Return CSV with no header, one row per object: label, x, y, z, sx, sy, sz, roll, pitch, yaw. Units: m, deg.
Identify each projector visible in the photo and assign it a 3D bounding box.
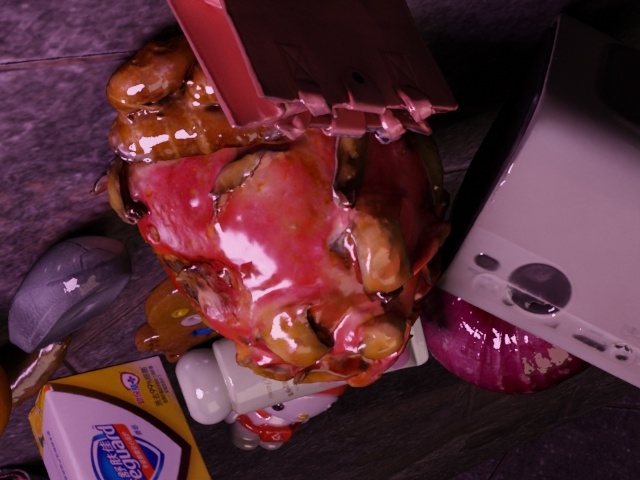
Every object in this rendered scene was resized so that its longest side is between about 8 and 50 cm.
projector,0.277,-0.038,1.249,0.249,0.249,0.248,-62,-177,37

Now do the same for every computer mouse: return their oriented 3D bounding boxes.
computer mouse,-0.249,0.045,1.261,0.113,0.068,0.229,-29,173,-31

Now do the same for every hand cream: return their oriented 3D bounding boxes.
hand cream,-0.022,0.134,1.561,0.305,0.093,0.147,-20,114,-11

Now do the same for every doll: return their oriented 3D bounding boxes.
doll,-0.033,0.163,1.685,0.161,0.130,0.290,7,130,-30

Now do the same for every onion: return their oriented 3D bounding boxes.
onion,0.263,0.095,1.739,0.256,0.230,0.272,-39,162,32

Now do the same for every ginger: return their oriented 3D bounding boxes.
ginger,-0.096,-0.120,1.025,0.162,0.073,0.103,-6,122,6

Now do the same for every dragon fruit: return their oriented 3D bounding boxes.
dragon fruit,0.000,0.000,1.165,0.314,0.263,0.296,-29,158,9

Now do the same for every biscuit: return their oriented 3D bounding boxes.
biscuit,-0.137,0.085,1.523,0.180,0.039,0.236,-21,156,-9

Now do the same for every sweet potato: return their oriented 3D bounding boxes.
sweet potato,-0.382,0.177,1.409,0.273,0.075,0.075,-30,159,3

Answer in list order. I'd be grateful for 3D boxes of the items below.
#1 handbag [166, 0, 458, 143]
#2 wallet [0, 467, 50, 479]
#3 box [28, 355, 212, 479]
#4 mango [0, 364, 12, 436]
handbag,-0.001,-0.148,0.965,0.212,0.157,0.059,-2,149,-45
wallet,-0.474,0.394,1.827,0.262,0.071,0.221,-26,164,8
box,-0.232,0.288,1.567,0.168,0.265,0.097,-9,151,-34
mango,-0.429,0.181,1.272,0.254,0.139,0.175,-24,153,13
